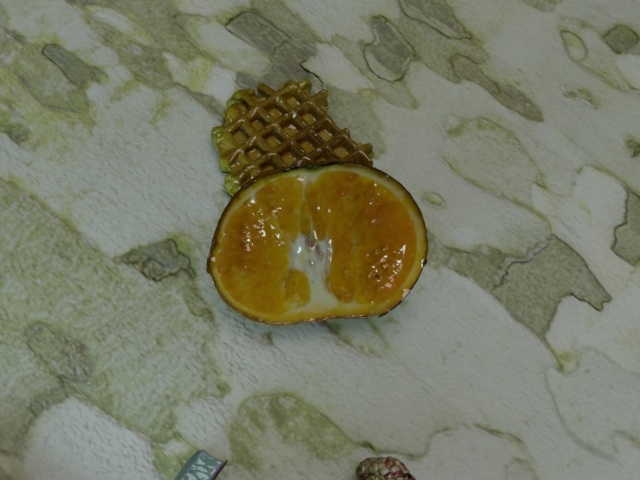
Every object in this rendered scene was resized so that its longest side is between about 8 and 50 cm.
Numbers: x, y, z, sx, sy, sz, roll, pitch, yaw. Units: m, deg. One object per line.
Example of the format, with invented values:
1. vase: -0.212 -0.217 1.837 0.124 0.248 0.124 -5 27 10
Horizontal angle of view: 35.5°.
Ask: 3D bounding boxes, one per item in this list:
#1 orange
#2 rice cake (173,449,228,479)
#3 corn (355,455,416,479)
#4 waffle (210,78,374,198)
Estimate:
1. orange: 0.002 0.003 1.557 0.310 0.274 0.274 -4 57 24
2. rice cake: -0.234 0.410 1.383 0.051 0.081 0.290 44 60 -9
3. corn: 0.145 0.437 1.448 0.098 0.098 0.290 -20 66 -22
4. waffle: -0.042 -0.156 1.744 0.281 0.058 0.301 -11 65 -19
